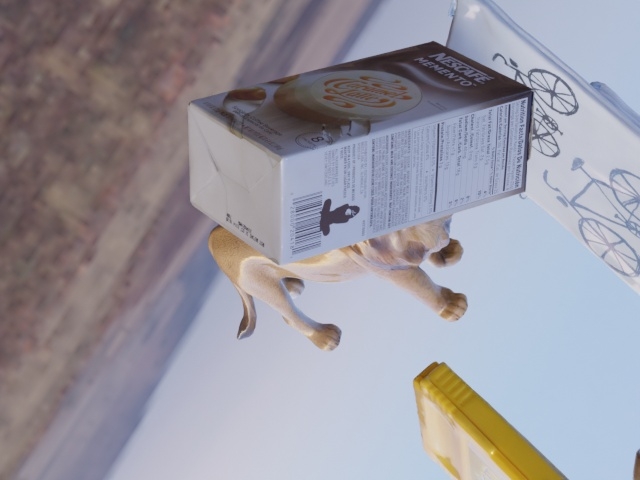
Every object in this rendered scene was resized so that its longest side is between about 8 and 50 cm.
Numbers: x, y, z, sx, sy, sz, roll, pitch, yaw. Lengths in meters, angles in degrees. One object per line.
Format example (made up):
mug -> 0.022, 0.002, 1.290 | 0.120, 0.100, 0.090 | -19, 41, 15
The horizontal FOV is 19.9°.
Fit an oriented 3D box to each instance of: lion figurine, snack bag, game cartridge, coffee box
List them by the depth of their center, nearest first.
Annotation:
coffee box -> 0.033, -0.076, 1.482 | 0.247, 0.141, 0.098 | -17, 122, -31
snack bag -> 0.248, -0.095, 1.842 | 0.037, 0.342, 0.323 | -46, 169, -14
lion figurine -> 0.000, 0.000, 1.884 | 0.392, 0.240, 0.142 | -22, -133, 31
game cartridge -> 0.233, 0.299, 2.126 | 0.053, 0.324, 0.285 | -42, 157, -13

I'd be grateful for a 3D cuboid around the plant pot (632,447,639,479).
plant pot -> 0.418, 0.191, 1.710 | 0.237, 0.237, 0.109 | -95, -168, -86
